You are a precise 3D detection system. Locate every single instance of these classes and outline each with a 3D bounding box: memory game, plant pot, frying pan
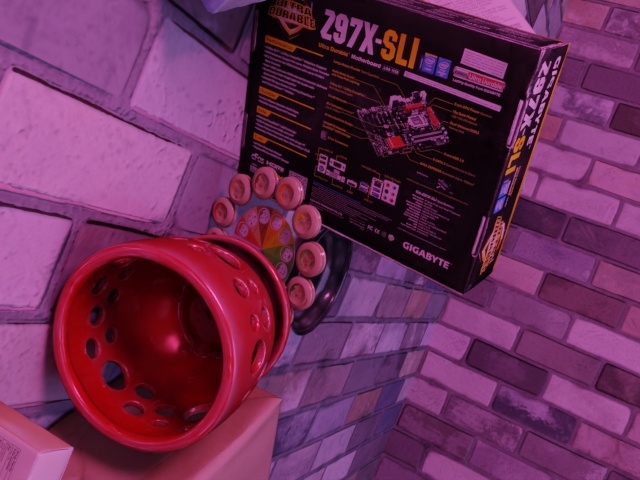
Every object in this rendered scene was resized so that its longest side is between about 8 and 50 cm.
[{"bbox_3d":[-0.067,0.010,0.755,0.012,0.186,0.186,-2,114,-49],"label":"memory game"},{"bbox_3d":[-0.133,0.088,0.670,0.174,0.191,0.191,-14,125,-71],"label":"plant pot"},{"bbox_3d":[-0.015,0.024,1.059,0.197,0.053,0.326,-56,154,-26],"label":"frying pan"}]

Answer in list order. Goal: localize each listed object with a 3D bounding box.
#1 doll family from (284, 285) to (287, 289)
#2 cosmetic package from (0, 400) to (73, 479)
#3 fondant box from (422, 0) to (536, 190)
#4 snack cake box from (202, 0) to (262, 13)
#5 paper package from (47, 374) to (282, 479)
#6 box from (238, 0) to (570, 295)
[{"bbox_3d":[-0.081,0.071,0.854,0.076,0.193,0.111,17,78,-30],"label":"doll family"},{"bbox_3d":[-0.261,0.167,0.541,0.060,0.115,0.041,-66,158,-1],"label":"cosmetic package"},{"bbox_3d":[0.162,-0.240,0.874,0.096,0.330,0.238,-17,146,-3],"label":"fondant box"},{"bbox_3d":[0.009,-0.301,0.539,0.264,0.089,0.152,-28,-174,40],"label":"snack cake box"},{"bbox_3d":[-0.202,0.334,0.774,0.309,0.168,0.325,-38,145,-51],"label":"paper package"},{"bbox_3d":[0.062,-0.125,0.722,0.079,0.322,0.257,-26,135,-49],"label":"box"}]
